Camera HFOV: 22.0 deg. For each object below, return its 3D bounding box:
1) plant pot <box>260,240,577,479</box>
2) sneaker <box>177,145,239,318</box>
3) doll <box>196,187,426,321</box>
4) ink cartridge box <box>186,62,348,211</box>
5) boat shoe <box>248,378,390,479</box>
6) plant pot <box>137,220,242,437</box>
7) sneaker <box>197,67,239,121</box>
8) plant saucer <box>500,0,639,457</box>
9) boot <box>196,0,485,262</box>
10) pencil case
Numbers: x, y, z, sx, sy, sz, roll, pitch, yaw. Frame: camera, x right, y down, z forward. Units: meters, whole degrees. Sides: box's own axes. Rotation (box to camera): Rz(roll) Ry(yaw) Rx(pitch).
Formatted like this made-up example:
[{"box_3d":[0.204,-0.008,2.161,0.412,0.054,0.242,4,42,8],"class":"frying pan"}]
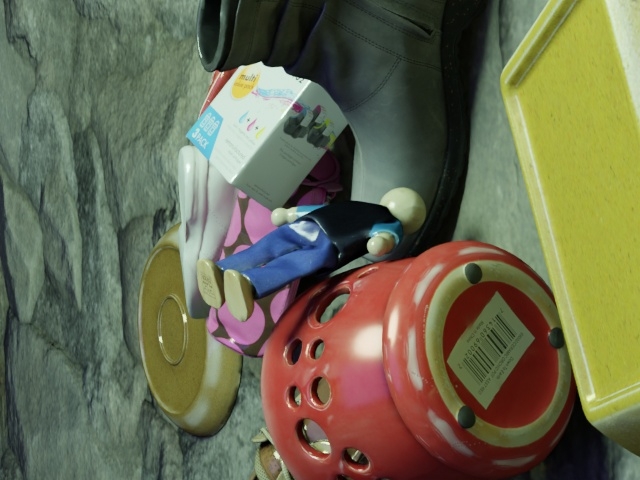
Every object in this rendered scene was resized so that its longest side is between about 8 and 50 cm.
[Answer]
[{"box_3d":[0.080,0.101,1.195,0.174,0.191,0.191,-21,74,52],"class":"plant pot"},{"box_3d":[-0.091,-0.003,1.603,0.212,0.094,0.080,97,165,-45],"class":"sneaker"},{"box_3d":[0.000,0.000,1.229,0.129,0.189,0.046,21,128,53],"class":"doll"},{"box_3d":[-0.022,-0.126,1.398,0.181,0.061,0.104,-51,38,5],"class":"ink cartridge box"},{"box_3d":[0.004,0.190,1.407,0.123,0.116,0.324,60,141,40],"class":"boat shoe"},{"box_3d":[-0.148,0.095,1.770,0.236,0.032,0.236,6,97,61],"class":"plant pot"},{"box_3d":[-0.055,-0.194,1.520,0.221,0.087,0.128,-57,19,17],"class":"sneaker"},{"box_3d":[0.190,-0.027,0.947,0.333,0.081,0.333,117,141,-76],"class":"plant saucer"},{"box_3d":[0.003,-0.136,1.271,0.118,0.223,0.338,35,123,55],"class":"boot"},{"box_3d":[-0.042,0.011,1.514,0.098,0.095,0.209,31,126,25],"class":"pencil case"}]
